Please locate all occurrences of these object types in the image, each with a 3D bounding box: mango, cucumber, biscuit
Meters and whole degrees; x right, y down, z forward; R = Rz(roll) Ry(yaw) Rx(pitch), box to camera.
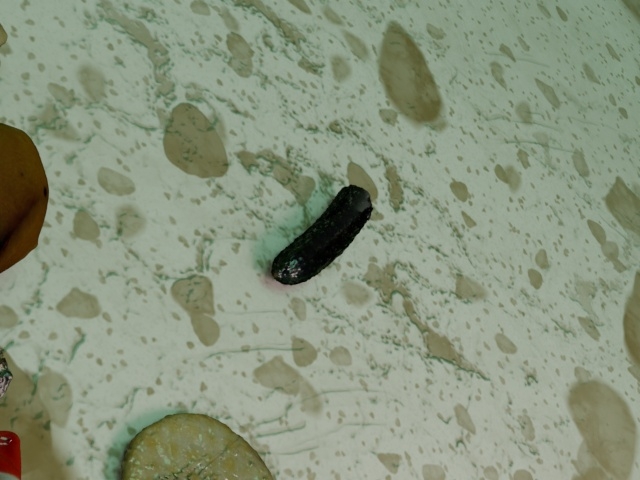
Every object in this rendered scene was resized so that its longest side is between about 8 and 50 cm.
[{"bbox_3d":[-0.394,-0.029,1.121,0.201,0.152,0.287,56,41,-2],"label":"mango"},{"bbox_3d":[0.002,0.002,1.565,0.067,0.067,0.245,49,42,-6],"label":"cucumber"},{"bbox_3d":[-0.129,0.293,1.246,0.219,0.033,0.220,26,47,-31],"label":"biscuit"}]

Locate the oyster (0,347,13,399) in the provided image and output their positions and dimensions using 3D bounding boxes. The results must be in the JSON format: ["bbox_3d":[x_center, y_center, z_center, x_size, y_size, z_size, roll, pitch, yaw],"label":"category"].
[{"bbox_3d":[-0.386,0.127,1.094,0.177,0.064,0.125,35,57,-37],"label":"oyster"}]

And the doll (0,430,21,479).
[{"bbox_3d":[-0.314,0.288,1.037,0.142,0.076,0.245,13,51,-38],"label":"doll"}]

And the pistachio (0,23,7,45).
[{"bbox_3d":[-0.435,-0.198,1.218,0.157,0.157,0.229,60,27,8],"label":"pistachio"}]
